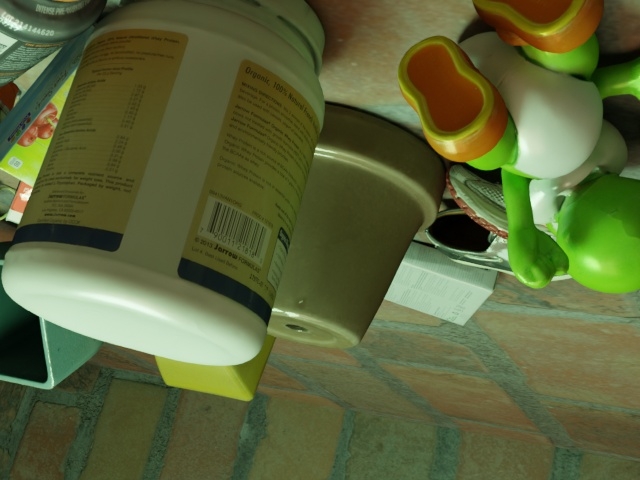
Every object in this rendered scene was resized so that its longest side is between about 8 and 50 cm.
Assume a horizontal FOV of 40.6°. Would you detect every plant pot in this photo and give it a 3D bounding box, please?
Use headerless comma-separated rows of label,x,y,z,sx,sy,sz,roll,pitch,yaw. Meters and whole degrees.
plant pot,-0.226,0.176,1.771,0.212,0.212,0.187,7,147,22
plant pot,0.000,0.000,1.024,0.263,0.229,0.263,13,163,4
plant pot,-0.552,0.118,1.723,0.247,0.248,0.252,4,-163,26

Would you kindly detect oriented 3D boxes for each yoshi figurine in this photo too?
yoshi figurine,0.220,-0.064,0.741,0.203,0.203,0.362,-5,157,30

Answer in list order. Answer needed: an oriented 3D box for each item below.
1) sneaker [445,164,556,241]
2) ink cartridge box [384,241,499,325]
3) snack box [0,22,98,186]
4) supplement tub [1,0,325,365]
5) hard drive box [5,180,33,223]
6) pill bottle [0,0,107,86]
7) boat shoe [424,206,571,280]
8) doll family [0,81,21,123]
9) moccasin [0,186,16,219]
sneaker,0.248,-0.034,0.986,0.225,0.093,0.088,26,-177,10
ink cartridge box,0.147,0.059,1.366,0.223,0.045,0.223,16,161,2
snack box,-0.220,-0.109,0.945,0.207,0.174,0.070,34,-169,-43
supplement tub,-0.124,-0.068,0.776,0.228,0.316,0.228,13,161,5
hard drive box,-0.253,-0.072,1.104,0.232,0.089,0.181,21,128,-20
pill bottle,-0.265,-0.218,0.744,0.130,0.131,0.245,28,157,-34
boat shoe,0.240,-0.002,1.062,0.233,0.084,0.079,5,160,35
doll family,-0.424,-0.194,0.905,0.118,0.163,0.263,-16,157,11
moccasin,-0.609,-0.064,1.468,0.147,0.139,0.380,25,151,-4
